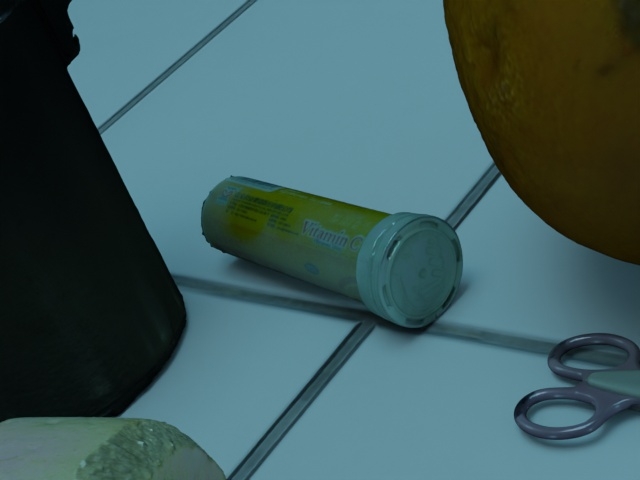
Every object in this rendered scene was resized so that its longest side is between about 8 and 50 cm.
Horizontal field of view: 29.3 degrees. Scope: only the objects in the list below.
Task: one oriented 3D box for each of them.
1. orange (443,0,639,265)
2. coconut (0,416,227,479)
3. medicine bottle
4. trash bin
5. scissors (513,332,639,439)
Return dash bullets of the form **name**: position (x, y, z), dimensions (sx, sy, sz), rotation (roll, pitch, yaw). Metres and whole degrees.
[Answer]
- **orange**: position (0.216, -0.131, 0.668), dimensions (0.312, 0.312, 0.312), rotation (-18, 31, 11)
- **coconut**: position (-0.131, 0.163, 0.634), dimensions (0.153, 0.147, 0.147), rotation (-4, 36, 26)
- **medicine bottle**: position (0.000, 0.000, 0.858), dimensions (0.074, 0.074, 0.218), rotation (-40, 32, -24)
- **trash bin**: position (-0.235, -0.028, 0.842), dimensions (0.252, 0.301, 0.203), rotation (-34, 31, -18)
- **scissors**: position (0.188, 0.081, 0.643), dimensions (0.176, 0.022, 0.085), rotation (1, 36, 41)
